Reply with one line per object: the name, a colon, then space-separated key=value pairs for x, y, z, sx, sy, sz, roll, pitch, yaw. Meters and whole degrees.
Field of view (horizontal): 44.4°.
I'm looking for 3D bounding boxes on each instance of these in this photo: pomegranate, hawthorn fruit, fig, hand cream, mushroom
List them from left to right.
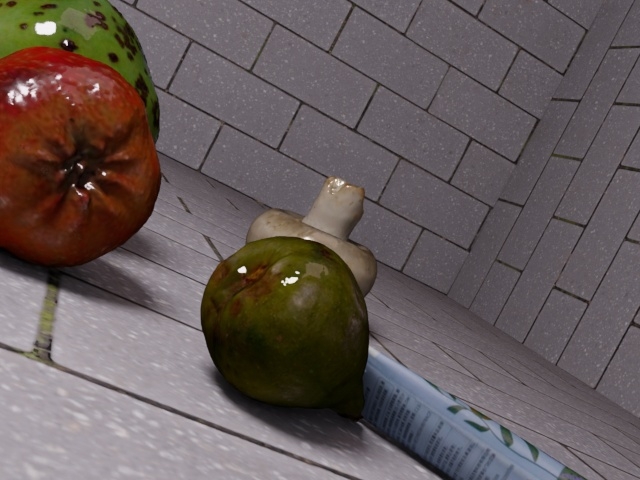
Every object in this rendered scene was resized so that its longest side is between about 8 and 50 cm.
hawthorn fruit: x=-0.239 y=-0.071 z=0.661 sx=0.200 sy=0.179 sz=0.179 roll=11 pitch=-10 yaw=45
pomegranate: x=-0.288 y=-0.148 z=0.844 sx=0.254 sy=0.254 sz=0.270 roll=29 pitch=-10 yaw=20
fig: x=-0.019 y=0.090 z=0.597 sx=0.133 sy=0.184 sz=0.127 roll=0 pitch=22 yaw=38
mushroom: x=0.000 y=0.000 z=1.148 sx=0.204 sy=0.204 sz=0.204 roll=27 pitch=3 yaw=-2
hand cream: x=0.120 y=0.168 z=0.639 sx=0.271 sy=0.091 sz=0.058 roll=30 pitch=48 yaw=19
